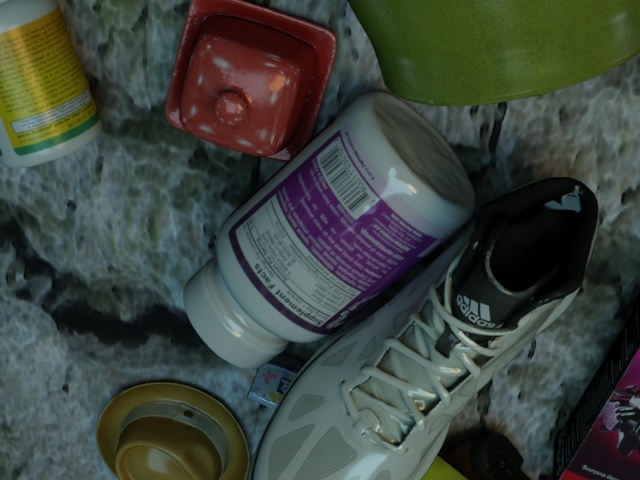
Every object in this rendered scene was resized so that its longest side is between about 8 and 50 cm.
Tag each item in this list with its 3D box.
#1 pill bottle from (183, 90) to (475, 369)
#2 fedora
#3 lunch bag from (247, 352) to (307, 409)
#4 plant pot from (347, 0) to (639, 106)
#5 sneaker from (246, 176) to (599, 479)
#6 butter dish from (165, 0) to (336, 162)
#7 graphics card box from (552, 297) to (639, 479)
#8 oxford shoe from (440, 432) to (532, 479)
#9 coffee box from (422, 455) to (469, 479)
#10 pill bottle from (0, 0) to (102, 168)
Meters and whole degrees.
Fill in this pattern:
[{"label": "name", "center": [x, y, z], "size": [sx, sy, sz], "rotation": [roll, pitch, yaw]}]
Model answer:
[{"label": "pill bottle", "center": [0.000, 0.000, 1.316], "size": [0.169, 0.169, 0.301], "rotation": [44, 115, -11]}, {"label": "fedora", "center": [-0.183, 0.264, 1.525], "size": [0.194, 0.079, 0.194], "rotation": [4, 116, 8]}, {"label": "lunch bag", "center": [-0.042, 0.166, 1.451], "size": [0.071, 0.083, 0.053], "rotation": [24, 117, -1]}, {"label": "plant pot", "center": [0.132, -0.311, 1.034], "size": [0.367, 0.366, 0.353], "rotation": [-10, 114, 14]}, {"label": "sneaker", "center": [0.092, 0.094, 1.194], "size": [0.169, 0.257, 0.447], "rotation": [42, 78, 13]}, {"label": "butter dish", "center": [-0.081, -0.150, 1.287], "size": [0.160, 0.118, 0.159], "rotation": [18, 118, 1]}, {"label": "graphics card box", "center": [0.422, 0.157, 1.337], "size": [0.233, 0.094, 0.371], "rotation": [22, 123, 0]}, {"label": "oxford shoe", "center": [0.215, 0.321, 1.493], "size": [0.096, 0.083, 0.227], "rotation": [-18, 111, 37]}, {"label": "coffee box", "center": [0.071, 0.477, 1.382], "size": [0.338, 0.338, 0.334], "rotation": [39, 140, -10]}, {"label": "pill bottle", "center": [-0.313, -0.190, 1.310], "size": [0.118, 0.117, 0.208], "rotation": [-12, 113, 15]}]
